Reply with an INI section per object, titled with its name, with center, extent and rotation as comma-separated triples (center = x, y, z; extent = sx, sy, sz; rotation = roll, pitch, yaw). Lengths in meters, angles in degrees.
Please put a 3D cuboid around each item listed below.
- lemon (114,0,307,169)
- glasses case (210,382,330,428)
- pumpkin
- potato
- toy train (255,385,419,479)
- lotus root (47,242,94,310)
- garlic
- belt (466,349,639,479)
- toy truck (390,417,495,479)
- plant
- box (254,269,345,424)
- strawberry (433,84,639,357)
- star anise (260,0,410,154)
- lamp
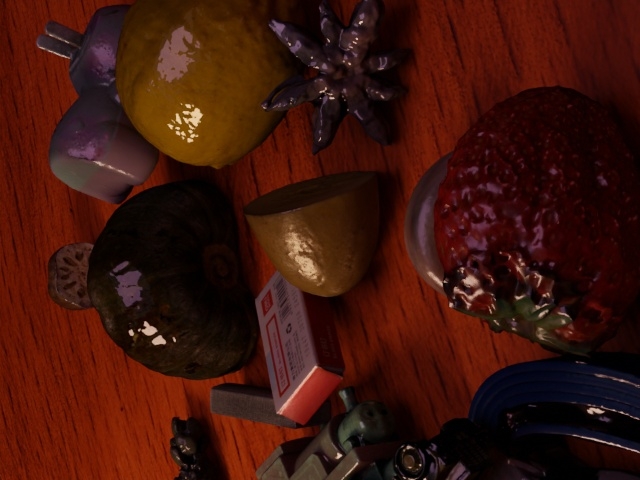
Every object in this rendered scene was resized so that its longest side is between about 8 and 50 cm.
[lemon]
center = -0.156, -0.263, 1.913
extent = 0.285, 0.285, 0.316
rotation = 29, 135, 43
[glasses case]
center = -0.079, 0.248, 2.033
extent = 0.205, 0.071, 0.047
rotation = 1, 93, 49
[pumpkin]
center = -0.261, 0.067, 2.104
extent = 0.242, 0.232, 0.324
rotation = -33, 67, 48
[potato]
center = 0.000, 0.000, 1.862
extent = 0.204, 0.178, 0.158
rotation = -8, 105, 24
[toy train]
center = 0.036, 0.345, 1.869
extent = 0.304, 0.150, 0.221
rotation = -52, 51, 40
[lotus root]
center = -0.425, 0.067, 2.373
extent = 0.081, 0.112, 0.122
rotation = 147, 122, -60
[garlic]
center = 0.182, -0.047, 1.694
extent = 0.128, 0.149, 0.266
rotation = -106, 19, -72
[belt]
center = 0.333, 0.237, 1.539
extent = 0.347, 0.117, 0.212
rotation = 2, 95, 47
[toy truck]
center = 0.115, 0.328, 1.580
extent = 0.127, 0.127, 0.257
rotation = 44, 122, 28
[plant]
center = -0.207, 0.366, 2.190
extent = 0.085, 0.087, 0.174
rotation = -19, 74, 12
[box]
center = -0.031, 0.136, 1.924
extent = 0.123, 0.050, 0.229
rotation = -55, 34, 35
[strawberry]
center = 0.257, -0.029, 1.511
extent = 0.239, 0.250, 0.288
rotation = 17, 77, 14
[star anise]
center = 0.025, -0.229, 1.795
extent = 0.236, 0.229, 0.093
rotation = -57, 13, 18
[lamp]
center = -0.340, -0.235, 2.116
extent = 0.247, 0.247, 0.301
rotation = 145, 143, -63
